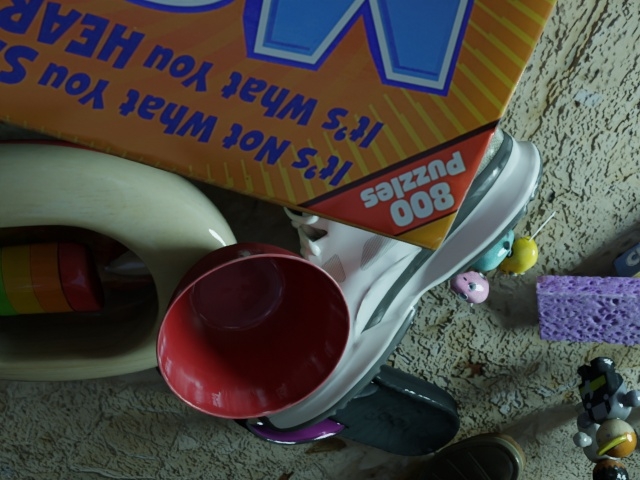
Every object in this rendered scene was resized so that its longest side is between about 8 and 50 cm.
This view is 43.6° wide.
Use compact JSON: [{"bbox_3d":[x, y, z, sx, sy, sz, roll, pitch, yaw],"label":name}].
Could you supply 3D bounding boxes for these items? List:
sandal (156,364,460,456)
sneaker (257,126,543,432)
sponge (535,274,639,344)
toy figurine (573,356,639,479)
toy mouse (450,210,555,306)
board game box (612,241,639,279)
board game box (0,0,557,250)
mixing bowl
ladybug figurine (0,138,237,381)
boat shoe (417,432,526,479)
[{"bbox_3d":[-0.004,0.215,1.082,0.446,0.107,0.167,19,127,-16],"label":"sandal"},{"bbox_3d":[0.000,-0.001,0.883,0.257,0.169,0.447,35,109,-16],"label":"sneaker"},{"bbox_3d":[0.376,0.089,0.991,0.210,0.031,0.117,1,143,17],"label":"sponge"},{"bbox_3d":[0.451,0.252,1.074,0.209,0.148,0.213,-8,143,5],"label":"toy figurine"},{"bbox_3d":[0.196,0.036,0.948,0.143,0.031,0.161,-6,140,-35],"label":"toy mouse"},{"bbox_3d":[0.505,0.007,0.963,0.165,0.042,0.243,34,122,-26],"label":"board game box"},{"bbox_3d":[-0.061,-0.265,0.470,0.356,0.356,0.356,16,111,-14],"label":"board game box"},{"bbox_3d":[-0.072,0.071,0.773,0.181,0.098,0.181,-8,118,-14],"label":"mixing bowl"},{"bbox_3d":[-0.306,0.013,0.871,0.449,0.162,0.305,0,129,-2],"label":"ladybug figurine"},{"bbox_3d":[0.211,0.371,1.223,0.110,0.104,0.307,52,131,15],"label":"boat shoe"}]
